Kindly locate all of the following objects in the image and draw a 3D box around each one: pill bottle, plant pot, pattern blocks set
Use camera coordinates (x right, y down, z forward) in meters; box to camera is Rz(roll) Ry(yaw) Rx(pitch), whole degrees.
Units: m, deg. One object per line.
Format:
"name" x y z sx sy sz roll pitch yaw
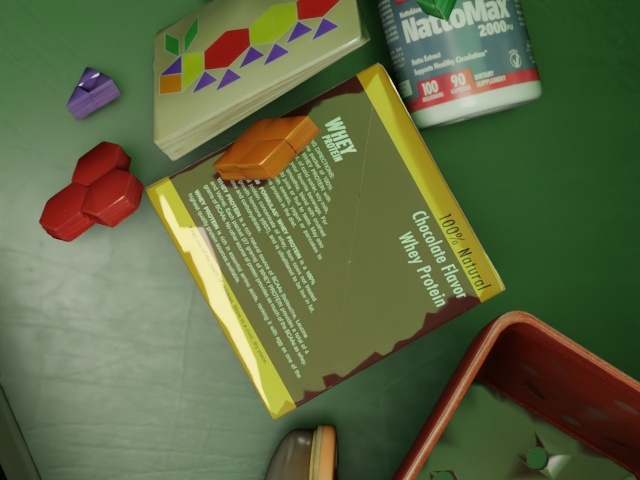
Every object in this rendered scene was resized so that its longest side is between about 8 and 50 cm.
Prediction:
"pill bottle" 0.098 -0.183 1.159 0.108 0.108 0.180 -15 91 -5
"plant pot" 0.155 0.224 1.099 0.267 0.236 0.267 31 86 -4
"pattern blocks set" -0.049 -0.138 1.086 0.325 0.285 0.026 -20 132 24

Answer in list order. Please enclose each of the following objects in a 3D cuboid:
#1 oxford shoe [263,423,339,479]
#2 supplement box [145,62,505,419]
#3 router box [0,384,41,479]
"oxford shoe" -0.083 0.299 1.135 0.132 0.130 0.364 20 87 3
"supplement box" 0.000 0.000 1.138 0.194 0.129 0.191 -29 92 -4
"router box" -0.256 0.162 1.014 0.082 0.335 0.301 -23 93 -5
